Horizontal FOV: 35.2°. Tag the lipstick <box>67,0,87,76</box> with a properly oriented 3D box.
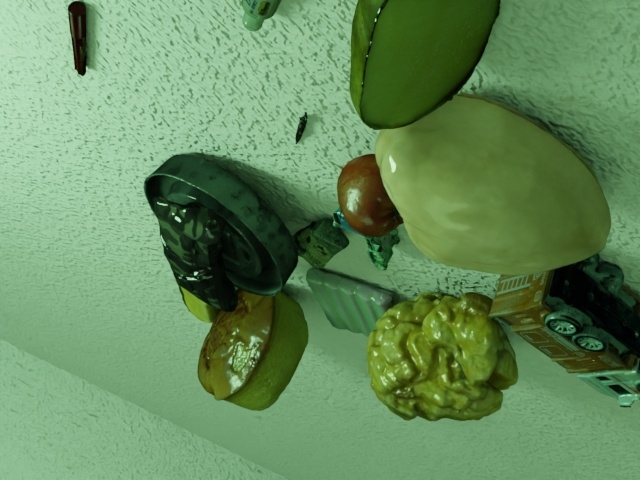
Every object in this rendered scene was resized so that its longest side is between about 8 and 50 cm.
[{"bbox_3d":[-0.366,-0.303,1.528,0.027,0.027,0.176,25,157,-1],"label":"lipstick"}]

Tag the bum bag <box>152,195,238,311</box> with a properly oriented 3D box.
[{"bbox_3d":[-0.218,0.026,1.746,0.144,0.095,0.340,30,158,14],"label":"bum bag"}]

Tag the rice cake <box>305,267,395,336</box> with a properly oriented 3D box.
[{"bbox_3d":[0.075,0.133,1.970,0.189,0.037,0.198,16,154,19],"label":"rice cake"}]

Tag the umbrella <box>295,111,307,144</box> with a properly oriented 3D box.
[{"bbox_3d":[-0.028,-0.168,1.500,0.013,0.022,0.122,1,168,-9],"label":"umbrella"}]

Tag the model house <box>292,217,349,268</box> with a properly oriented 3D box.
[{"bbox_3d":[0.000,0.000,1.741,0.079,0.066,0.083,43,152,-5],"label":"model house"}]

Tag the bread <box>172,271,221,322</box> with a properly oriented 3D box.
[{"bbox_3d":[-0.246,0.084,2.104,0.102,0.094,0.245,28,156,16],"label":"bread"}]

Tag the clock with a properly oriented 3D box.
[{"bbox_3d":[-0.176,-0.026,1.780,0.313,0.061,0.312,31,155,16],"label":"clock"}]

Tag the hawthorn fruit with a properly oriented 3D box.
[{"bbox_3d":[0.083,-0.073,1.482,0.125,0.140,0.125,-8,136,-8],"label":"hawthorn fruit"}]

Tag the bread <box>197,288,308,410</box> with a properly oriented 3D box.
[{"bbox_3d":[-0.145,0.214,2.064,0.148,0.270,0.270,28,156,-28],"label":"bread"}]

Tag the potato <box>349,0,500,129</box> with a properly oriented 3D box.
[{"bbox_3d":[0.097,-0.242,1.125,0.271,0.160,0.111,95,150,-62],"label":"potato"}]

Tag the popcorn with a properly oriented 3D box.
[{"bbox_3d":[0.226,0.211,1.788,0.265,0.225,0.332,32,145,-10],"label":"popcorn"}]

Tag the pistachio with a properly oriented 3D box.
[{"bbox_3d":[0.218,-0.068,1.290,0.318,0.214,0.193,16,-161,-4],"label":"pistachio"}]

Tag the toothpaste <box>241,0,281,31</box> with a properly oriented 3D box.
[{"bbox_3d":[-0.053,-0.325,1.188,0.067,0.037,0.255,32,152,-2],"label":"toothpaste"}]

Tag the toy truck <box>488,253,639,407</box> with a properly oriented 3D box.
[{"bbox_3d":[0.411,0.134,1.547,0.305,0.136,0.162,35,149,-22],"label":"toy truck"}]

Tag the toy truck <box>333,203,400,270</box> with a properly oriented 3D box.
[{"bbox_3d":[0.076,-0.018,1.650,0.081,0.067,0.175,20,159,24],"label":"toy truck"}]
